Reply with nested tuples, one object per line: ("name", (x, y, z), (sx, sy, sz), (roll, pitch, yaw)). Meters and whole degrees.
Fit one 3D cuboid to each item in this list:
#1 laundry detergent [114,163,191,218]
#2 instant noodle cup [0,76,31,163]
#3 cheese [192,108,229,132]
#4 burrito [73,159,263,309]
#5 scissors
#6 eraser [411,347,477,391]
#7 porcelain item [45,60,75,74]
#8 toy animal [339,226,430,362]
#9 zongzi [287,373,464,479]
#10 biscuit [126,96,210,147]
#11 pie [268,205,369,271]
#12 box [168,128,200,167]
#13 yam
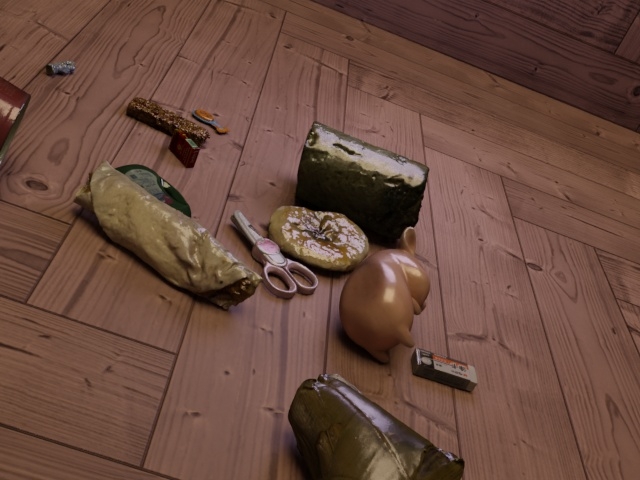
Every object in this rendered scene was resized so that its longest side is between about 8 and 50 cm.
("laundry detergent", (-0.312, -0.068, 1.673), (0.211, 0.063, 0.137), (38, 29, 22))
("instant noodle cup", (-0.634, -0.219, 1.532), (0.179, 0.234, 0.234), (25, 28, -17))
("cheese", (-0.270, -0.292, 2.118), (0.111, 0.017, 0.047), (37, 34, 20))
("burrito", (-0.283, -0.004, 1.558), (0.392, 0.117, 0.076), (35, -12, 13))
("scissors", (-0.108, 0.024, 1.707), (0.118, 0.030, 0.242), (-9, 47, -45))
("eraser", (0.229, 0.240, 1.607), (0.122, 0.029, 0.052), (19, 30, -9))
("porcelain item", (-0.609, -0.407, 2.039), (0.036, 0.028, 0.083), (29, 28, 14))
("toy animal", (0.121, 0.105, 1.631), (0.154, 0.166, 0.250), (51, 30, -12))
("zongzi", (0.016, 0.333, 1.194), (0.274, 0.145, 0.300), (34, 37, 24))
("biscuit", (-0.352, -0.274, 2.007), (0.199, 0.034, 0.064), (24, 30, 1))
("pie", (-0.001, 0.003, 1.803), (0.218, 0.052, 0.185), (8, 38, -23))
("box", (-0.301, -0.204, 1.913), (0.023, 0.051, 0.082), (-6, 42, -44))
("yam", (0.088, -0.131, 1.948), (0.300, 0.195, 0.195), (23, 29, -2))
